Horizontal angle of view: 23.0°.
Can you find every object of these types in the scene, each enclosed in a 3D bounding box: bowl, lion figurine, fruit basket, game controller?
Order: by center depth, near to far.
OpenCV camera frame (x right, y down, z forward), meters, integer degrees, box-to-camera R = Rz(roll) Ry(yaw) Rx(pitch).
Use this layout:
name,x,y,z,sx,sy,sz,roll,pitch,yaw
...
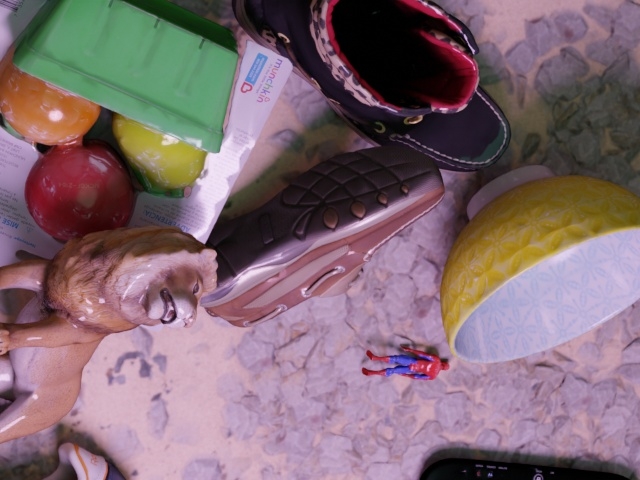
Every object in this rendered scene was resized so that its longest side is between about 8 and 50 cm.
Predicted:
name,x,y,z,sx,sy,sz,roll,pitch,yaw
lion figurine,-0.288,0.114,1.697,0.240,0.392,0.142,-5,62,-41
fruit basket,-0.248,-0.108,1.706,0.327,0.165,0.353,22,113,-15
bowl,0.254,0.006,1.854,0.289,0.289,0.156,-18,64,-14
game controller,0.260,0.366,1.994,0.319,0.067,0.166,8,98,-20

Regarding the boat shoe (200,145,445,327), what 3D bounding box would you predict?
name,x,y,z,sx,sy,sz,roll,pitch,yaw
boat shoe,0.000,0.000,1.779,0.324,0.123,0.116,-25,133,18

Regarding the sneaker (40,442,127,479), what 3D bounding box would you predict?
name,x,y,z,sx,sy,sz,roll,pitch,yaw
sneaker,-0.351,0.363,1.763,0.321,0.126,0.127,-47,115,-16

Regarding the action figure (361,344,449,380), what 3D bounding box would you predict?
name,x,y,z,sx,sy,sz,roll,pitch,yaw
action figure,0.107,0.151,1.920,0.115,0.030,0.038,6,104,-24

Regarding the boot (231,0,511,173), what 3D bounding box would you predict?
name,x,y,z,sx,sy,sz,roll,pitch,yaw
boot,0.095,-0.177,1.713,0.377,0.284,0.138,37,88,-21
